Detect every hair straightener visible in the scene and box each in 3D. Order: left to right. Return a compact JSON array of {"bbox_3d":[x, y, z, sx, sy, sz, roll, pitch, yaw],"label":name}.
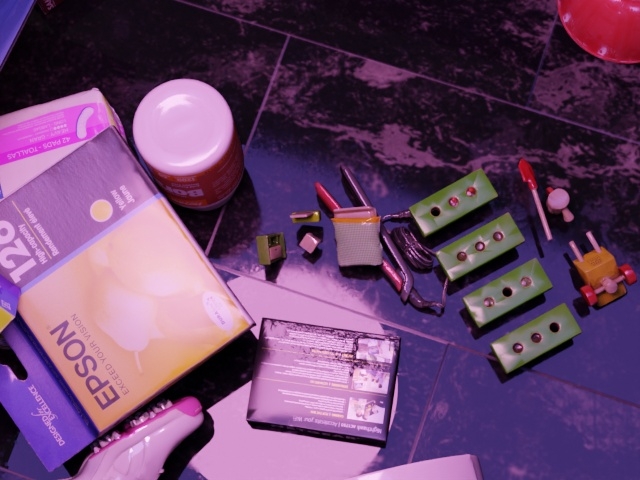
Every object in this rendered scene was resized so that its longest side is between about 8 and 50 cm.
[{"bbox_3d":[0.094,-0.009,1.820,0.089,0.047,0.230,-38,77,-7],"label":"hair straightener"}]

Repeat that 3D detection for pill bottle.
[{"bbox_3d":[-0.158,-0.109,1.770,0.121,0.216,0.121,-1,75,3],"label":"pill bottle"}]

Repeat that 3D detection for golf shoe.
[{"bbox_3d":[-0.253,0.312,1.732,0.306,0.115,0.140,-37,92,-5],"label":"golf shoe"}]

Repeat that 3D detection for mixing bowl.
[{"bbox_3d":[0.407,-0.334,1.868,0.181,0.098,0.181,-1,76,3],"label":"mixing bowl"}]

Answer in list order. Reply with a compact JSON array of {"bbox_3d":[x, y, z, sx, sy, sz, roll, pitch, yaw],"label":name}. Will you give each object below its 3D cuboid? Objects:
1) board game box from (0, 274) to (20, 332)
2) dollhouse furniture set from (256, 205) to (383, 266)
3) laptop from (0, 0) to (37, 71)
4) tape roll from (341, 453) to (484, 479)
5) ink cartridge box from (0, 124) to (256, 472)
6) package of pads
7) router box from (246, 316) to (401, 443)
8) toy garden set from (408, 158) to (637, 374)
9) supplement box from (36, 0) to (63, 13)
[{"bbox_3d":[-0.549,0.122,1.641,0.233,0.078,0.347,39,104,-20],"label":"board game box"},{"bbox_3d":[0.000,0.000,1.791,0.151,0.058,0.076,-4,96,19],"label":"dollhouse furniture set"},{"bbox_3d":[-0.550,-0.224,1.766,0.407,0.236,0.382,16,62,8],"label":"laptop"},{"bbox_3d":[0.084,0.357,1.624,0.246,0.246,0.169,-13,75,-1],"label":"tape roll"},{"bbox_3d":[-0.288,0.068,1.706,0.307,0.072,0.304,-36,84,-5],"label":"ink cartridge box"},{"bbox_3d":[-0.337,-0.029,1.818,0.229,0.101,0.297,-16,76,0],"label":"package of pads"},{"bbox_3d":[0.004,0.175,1.777,0.178,0.046,0.133,8,76,5],"label":"router box"},{"bbox_3d":[0.260,0.018,1.807,0.203,0.049,0.244,-29,77,-3],"label":"toy garden set"},{"bbox_3d":[-0.325,-0.435,1.938,0.239,0.073,0.130,-39,76,-8],"label":"supplement box"}]
